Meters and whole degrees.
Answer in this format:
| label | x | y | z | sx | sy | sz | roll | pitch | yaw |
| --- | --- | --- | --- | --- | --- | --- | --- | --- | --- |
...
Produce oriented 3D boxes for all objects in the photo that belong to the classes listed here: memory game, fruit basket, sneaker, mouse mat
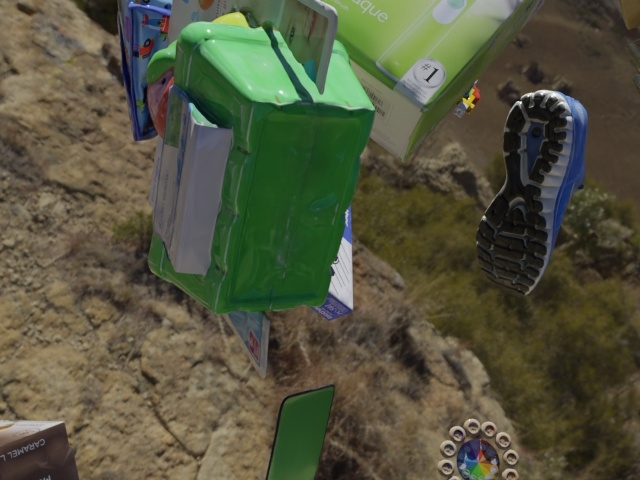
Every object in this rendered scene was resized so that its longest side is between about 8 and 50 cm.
| label | x | y | z | sx | sy | sz | roll | pitch | yaw |
| --- | --- | --- | --- | --- | --- | --- | --- | --- | --- |
| memory game | 0.339 | 0.475 | 1.551 | 0.186 | 0.012 | 0.186 | 3 | 72 | -10 |
| fruit basket | -0.107 | -0.100 | 0.689 | 0.165 | 0.327 | 0.353 | -6 | 33 | -35 |
| sneaker | 0.345 | -0.064 | 1.123 | 0.147 | 0.330 | 0.129 | -12 | 32 | -41 |
| mouse mat | -0.033 | 0.312 | 1.086 | 0.007 | 0.190 | 0.152 | 16 | 6 | 30 |

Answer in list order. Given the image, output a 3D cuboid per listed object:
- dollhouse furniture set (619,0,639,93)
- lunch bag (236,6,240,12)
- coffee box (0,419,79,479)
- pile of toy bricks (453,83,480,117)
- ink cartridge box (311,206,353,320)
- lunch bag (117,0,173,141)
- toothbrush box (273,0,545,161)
| label | x | y | z | sx | sy | sz | roll | pitch | yaw |
| --- | --- | --- | --- | --- | --- | --- | --- | --- | --- |
| dollhouse furniture set | 0.320 | -0.234 | 0.592 | 0.212 | 0.160 | 0.242 | 53 | 24 | -41 |
| lunch bag | -0.055 | -0.448 | 1.489 | 0.224 | 0.279 | 0.108 | 48 | 49 | -35 |
| coffee box | -0.414 | 0.273 | 0.838 | 0.141 | 0.246 | 0.098 | -15 | 95 | -54 |
| pile of toy bricks | 0.197 | -0.321 | 1.243 | 0.212 | 0.118 | 0.105 | 35 | 57 | 5 |
| ink cartridge box | 0.000 | 0.000 | 1.029 | 0.097 | 0.046 | 0.207 | 40 | 38 | -38 |
| lunch bag | -0.262 | -0.317 | 1.142 | 0.138 | 0.293 | 0.221 | -2 | 57 | -24 |
| toothbrush box | 0.103 | -0.262 | 0.784 | 0.206 | 0.122 | 0.283 | 40 | 71 | 9 |
